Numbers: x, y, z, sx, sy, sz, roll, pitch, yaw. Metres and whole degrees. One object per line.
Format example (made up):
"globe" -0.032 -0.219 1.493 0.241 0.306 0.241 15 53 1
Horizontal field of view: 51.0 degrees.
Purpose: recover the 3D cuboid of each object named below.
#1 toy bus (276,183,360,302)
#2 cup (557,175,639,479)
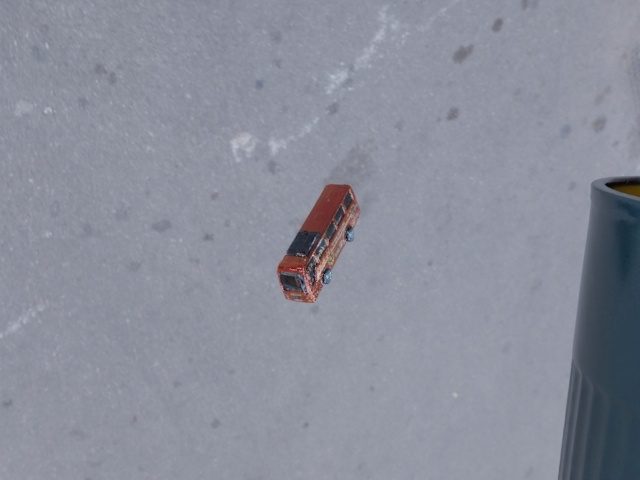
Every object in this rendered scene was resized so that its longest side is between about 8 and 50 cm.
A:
"toy bus" 0.000 0.000 0.560 0.110 0.031 0.043 -61 145 -38
"cup" 0.274 0.109 0.478 0.242 0.308 0.292 -5 104 -33
